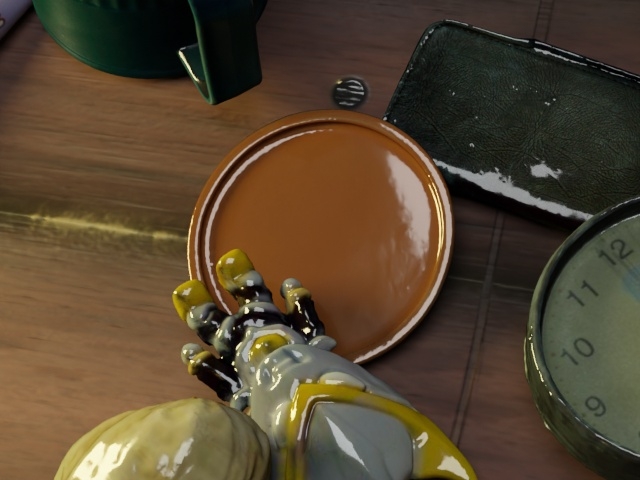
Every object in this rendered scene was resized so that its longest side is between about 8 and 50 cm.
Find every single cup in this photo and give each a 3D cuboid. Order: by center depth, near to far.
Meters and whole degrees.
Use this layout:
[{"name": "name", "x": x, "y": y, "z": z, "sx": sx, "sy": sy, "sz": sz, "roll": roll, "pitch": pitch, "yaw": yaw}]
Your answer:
[{"name": "cup", "x": -0.173, "y": -0.296, "z": 1.814, "sx": 0.242, "sy": 0.292, "sz": 0.307, "roll": 1, "pitch": 66, "yaw": 2}]

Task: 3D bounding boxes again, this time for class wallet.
[{"name": "wallet", "x": 0.217, "y": -0.091, "z": 1.800, "sx": 0.318, "sy": 0.045, "sz": 0.172, "roll": 19, "pitch": 72, "yaw": 17}]

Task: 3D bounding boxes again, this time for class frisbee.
[{"name": "frisbee", "x": 0.000, "y": 0.000, "z": 1.788, "sx": 0.251, "sy": 0.021, "sz": 0.250, "roll": -4, "pitch": 74, "yaw": 13}]

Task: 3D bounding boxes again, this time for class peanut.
[{"name": "peanut", "x": -0.177, "y": 0.246, "z": 1.637, "sx": 0.313, "sy": 0.152, "sz": 0.152, "roll": -46, "pitch": 64, "yaw": 10}]

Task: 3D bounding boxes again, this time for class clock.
[{"name": "clock", "x": 0.308, "y": 0.079, "z": 1.637, "sx": 0.281, "sy": 0.055, "sz": 0.280, "roll": -4, "pitch": 59, "yaw": 7}]

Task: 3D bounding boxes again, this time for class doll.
[{"name": "doll", "x": -0.004, "y": 0.143, "z": 1.690, "sx": 0.145, "sy": 0.103, "sz": 0.316, "roll": -23, "pitch": 61, "yaw": -33}]

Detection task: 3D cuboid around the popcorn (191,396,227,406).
[{"name": "popcorn", "x": -0.108, "y": 0.170, "z": 1.714, "sx": 0.084, "sy": 0.084, "sz": 0.084, "roll": -4, "pitch": 64, "yaw": 8}]

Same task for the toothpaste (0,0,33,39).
[{"name": "toothpaste", "x": -0.379, "y": -0.197, "z": 1.949, "sx": 0.125, "sy": 0.080, "sz": 0.371, "roll": 27, "pitch": 64, "yaw": 19}]
